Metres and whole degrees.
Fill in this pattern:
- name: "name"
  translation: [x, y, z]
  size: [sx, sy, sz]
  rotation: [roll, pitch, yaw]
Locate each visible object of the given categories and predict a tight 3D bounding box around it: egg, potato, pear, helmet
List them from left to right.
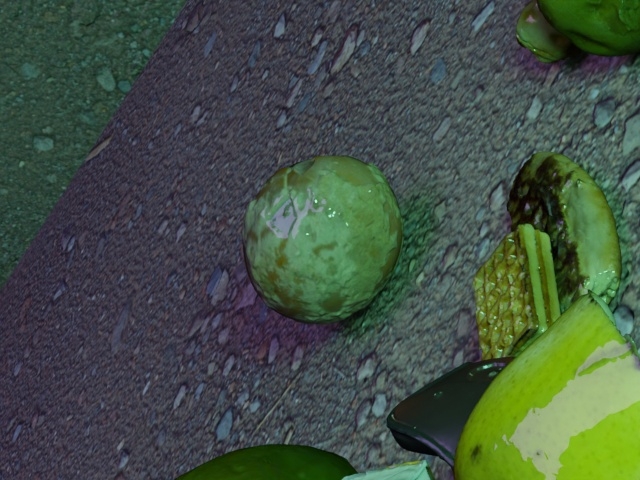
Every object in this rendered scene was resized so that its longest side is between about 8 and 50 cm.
- name: "egg"
  translation: [0.000, 0.000, 2.357]
  size: [0.233, 0.195, 0.195]
  rotation: [121, 161, -51]
- name: "helmet"
  translation: [0.170, 0.202, 1.746]
  size: [0.193, 0.189, 0.216]
  rotation: [-16, 21, 14]
- name: "pear"
  translation: [0.194, 0.174, 1.554]
  size: [0.178, 0.267, 0.267]
  rotation: [-20, 29, -1]
- name: "potato"
  translation: [0.312, -0.309, 1.996]
  size: [0.186, 0.148, 0.253]
  rotation: [19, 111, 33]

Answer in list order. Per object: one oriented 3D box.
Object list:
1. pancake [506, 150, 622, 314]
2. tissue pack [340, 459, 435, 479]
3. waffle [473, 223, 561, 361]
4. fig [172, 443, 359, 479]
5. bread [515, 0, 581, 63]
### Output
- name: "pancake"
  translation: [0.228, 0.043, 2.008]
  size: [0.266, 0.057, 0.244]
  rotation: [-120, 49, -69]
- name: "tissue pack"
  translation: [0.056, 0.335, 1.666]
  size: [0.124, 0.225, 0.185]
  rotation: [-16, 17, 32]
- name: "waffle"
  translation: [0.193, 0.067, 1.922]
  size: [0.148, 0.042, 0.102]
  rotation: [-93, 27, -44]
- name: "fig"
  translation: [-0.055, 0.343, 2.016]
  size: [0.316, 0.316, 0.316]
  rotation: [-48, 27, 35]
- name: "bread"
  translation: [0.331, -0.349, 2.114]
  size: [0.367, 0.084, 0.077]
  rotation: [-56, 19, 20]
